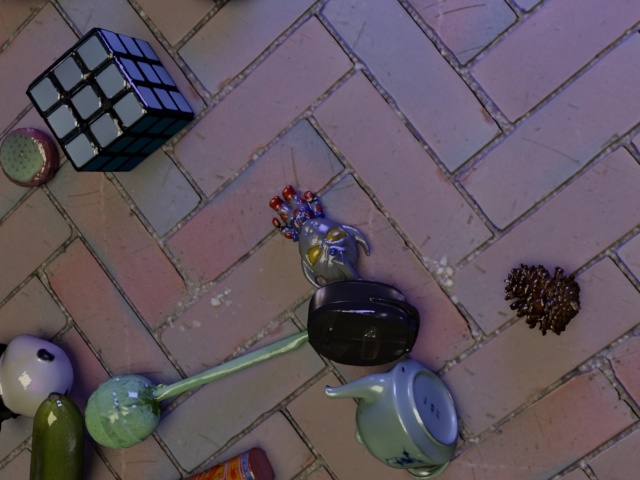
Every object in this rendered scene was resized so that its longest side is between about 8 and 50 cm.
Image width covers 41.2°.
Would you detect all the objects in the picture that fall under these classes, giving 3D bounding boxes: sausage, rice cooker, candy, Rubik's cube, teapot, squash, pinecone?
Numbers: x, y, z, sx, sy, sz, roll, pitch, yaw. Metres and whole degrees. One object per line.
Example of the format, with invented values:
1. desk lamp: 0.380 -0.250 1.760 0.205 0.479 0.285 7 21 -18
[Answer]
1. sausage: -0.205 0.424 1.405 0.274 0.074 0.074 -28 87 19
2. rice cooker: 0.061 0.120 1.256 0.165 0.106 0.112 2 123 -9
3. candy: -0.499 -0.142 1.456 0.103 0.043 0.103 2 98 15
4. candy: -0.185 0.218 1.377 0.439 0.119 0.119 -24 88 10
5. Rubik's cube: -0.326 -0.215 1.334 0.160 0.162 0.163 -35 86 18
6. teapot: 0.114 0.271 1.260 0.159 0.159 0.232 -35 113 17
7. squash: -0.445 0.392 1.435 0.094 0.094 0.341 25 123 13
8. pinecone: 0.314 0.075 1.204 0.109 0.102 0.102 41 105 20

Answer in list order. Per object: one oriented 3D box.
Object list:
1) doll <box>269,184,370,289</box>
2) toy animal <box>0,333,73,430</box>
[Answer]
1. doll: 0.001 -0.001 1.306 0.104 0.062 0.195 -37 81 -27
2. toy animal: -0.507 0.246 1.456 0.179 0.138 0.166 -15 111 10
